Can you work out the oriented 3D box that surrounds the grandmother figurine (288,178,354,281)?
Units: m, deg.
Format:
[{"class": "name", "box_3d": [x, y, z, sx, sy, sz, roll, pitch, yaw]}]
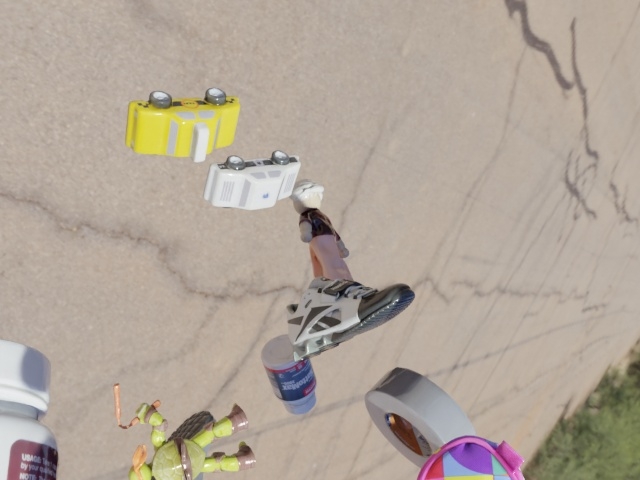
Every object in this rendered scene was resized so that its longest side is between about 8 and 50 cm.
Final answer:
[{"class": "grandmother figurine", "box_3d": [0.000, 0.000, 1.582, 0.104, 0.342, 0.208, -24, 158, 11]}]

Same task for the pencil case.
[{"class": "pencil case", "box_3d": [0.162, 0.254, 0.656, 0.104, 0.104, 0.236, -55, 155, -9]}]

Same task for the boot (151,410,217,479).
[{"class": "boot", "box_3d": [-0.253, 0.547, 1.355, 0.223, 0.118, 0.338, 40, 61, -24]}]

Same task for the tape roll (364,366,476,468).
[{"class": "tape roll", "box_3d": [0.190, 0.349, 1.257, 0.072, 0.219, 0.219, -39, 146, -26]}]

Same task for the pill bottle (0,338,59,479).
[{"class": "pill bottle", "box_3d": [-0.415, 0.323, 0.728, 0.224, 0.392, 0.224, -6, 149, -4]}]

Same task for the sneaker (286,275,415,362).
[{"class": "sneaker", "box_3d": [0.036, 0.127, 1.298, 0.330, 0.146, 0.122, -31, 163, 39]}]

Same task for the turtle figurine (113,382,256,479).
[{"class": "turtle figurine", "box_3d": [-0.222, 0.340, 1.064, 0.217, 0.269, 0.087, -13, 170, -28]}]

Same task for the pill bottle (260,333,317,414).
[{"class": "pill bottle", "box_3d": [-0.067, 0.319, 1.540, 0.108, 0.108, 0.180, -40, 131, -33]}]

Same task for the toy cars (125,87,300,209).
[{"class": "toy cars", "box_3d": [-0.159, -0.135, 1.121, 0.176, 0.087, 0.394, -41, 146, 7]}]
